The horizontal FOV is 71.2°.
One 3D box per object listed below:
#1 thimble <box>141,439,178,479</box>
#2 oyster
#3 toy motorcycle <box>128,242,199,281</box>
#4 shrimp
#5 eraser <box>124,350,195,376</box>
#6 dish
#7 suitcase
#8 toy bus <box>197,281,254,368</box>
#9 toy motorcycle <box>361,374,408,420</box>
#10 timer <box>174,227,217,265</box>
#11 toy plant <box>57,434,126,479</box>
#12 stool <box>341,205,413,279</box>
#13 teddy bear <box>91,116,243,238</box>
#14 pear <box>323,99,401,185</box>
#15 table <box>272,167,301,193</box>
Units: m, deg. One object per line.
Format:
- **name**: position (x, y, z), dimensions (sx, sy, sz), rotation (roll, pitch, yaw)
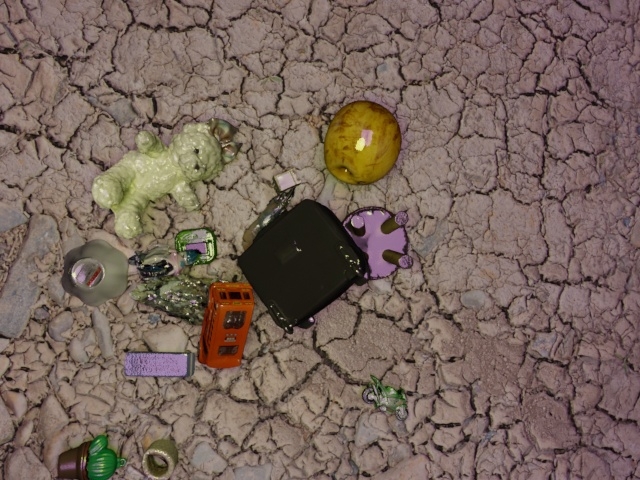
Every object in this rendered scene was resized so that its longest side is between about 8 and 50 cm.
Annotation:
- **thimble**: position (-0.535, 0.733, 1.489), dimensions (0.115, 0.090, 0.102), rotation (32, 85, -6)
- **oyster**: position (-0.453, 0.194, 1.495), dimensions (0.351, 0.158, 0.162), rotation (10, 62, -23)
- **toy motorcycle**: position (-0.504, 0.069, 1.461), dimensions (0.204, 0.239, 0.108), rotation (-14, 123, -32)
- **shrimp**: position (-0.143, -0.042, 1.573), dimensions (0.178, 0.075, 0.289), rotation (40, 83, -12)
- **eraser**: position (-0.546, 0.422, 1.525), dimensions (0.225, 0.036, 0.081), rotation (3, 86, -6)
- **dish**: position (-0.762, 0.109, 1.487), dimensions (0.230, 0.081, 0.229), rotation (0, 88, -7)
- **suitcase**: position (-0.057, 0.072, 1.410), dimensions (0.345, 0.188, 0.339), rotation (-41, 77, 13)
- **toy bus**: position (-0.305, 0.296, 1.437), dimensions (0.143, 0.153, 0.329), rotation (4, 120, -25)
- **toy motorcycle**: position (0.243, 0.565, 1.600), dimensions (0.190, 0.074, 0.106), rotation (29, 76, -4)
- **timer**: position (-0.431, 0.022, 1.545), dimensions (0.140, 0.047, 0.127), rotation (-5, 89, -5)
- **toy plant**: position (-0.744, 0.716, 1.465), dimensions (0.201, 0.105, 0.142), rotation (1, 73, -24)
- **stool**: position (0.193, 0.009, 1.554), dimensions (0.272, 0.178, 0.271), rotation (0, 89, -5)
- **teddy bear**: position (-0.458, -0.215, 1.424), dimensions (0.363, 0.375, 0.327), rotation (-7, 131, 10)
- **pear**: position (0.141, -0.324, 1.514), dimensions (0.281, 0.281, 0.280), rotation (0, 88, -7)
- **table**: position (-0.119, -0.212, 1.574), dimensions (0.083, 0.079, 0.062), rotation (-24, 93, -9)
